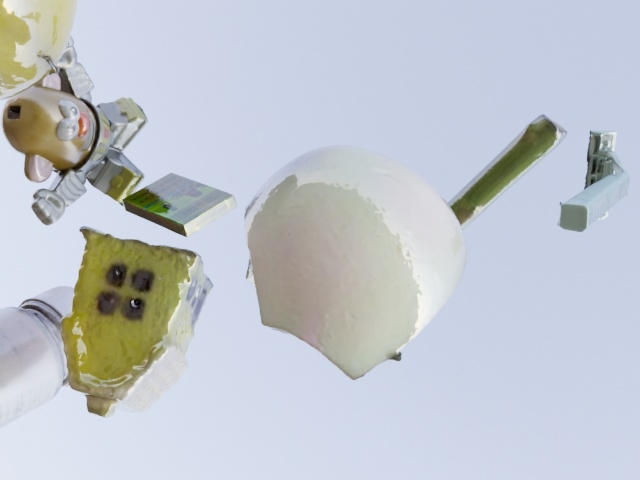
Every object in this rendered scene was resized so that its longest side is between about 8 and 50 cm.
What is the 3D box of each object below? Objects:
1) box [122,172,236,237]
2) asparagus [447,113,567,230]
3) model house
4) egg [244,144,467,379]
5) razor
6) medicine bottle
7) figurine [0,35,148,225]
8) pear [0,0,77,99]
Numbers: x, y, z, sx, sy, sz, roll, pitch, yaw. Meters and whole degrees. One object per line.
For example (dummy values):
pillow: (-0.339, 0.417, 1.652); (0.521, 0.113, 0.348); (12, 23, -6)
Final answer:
box: (-0.261, -0.069, 1.664); (0.193, 0.121, 0.030); (22, -45, 41)
asparagus: (0.292, -0.102, 1.513); (0.278, 0.067, 0.060); (-44, -93, 18)
model house: (-0.262, 0.121, 1.204); (0.175, 0.234, 0.193); (18, -17, 2)
egg: (0.014, -0.013, 0.862); (0.206, 0.271, 0.161); (-35, -65, -1)
razor: (0.308, -0.051, 0.997); (0.056, 0.278, 0.111); (7, -74, 21)
medicine bottle: (-0.469, 0.184, 1.359); (0.165, 0.273, 0.165); (14, -64, 30)
figurine: (-0.461, -0.195, 1.660); (0.167, 0.285, 0.342); (-27, -115, 23)
pear: (-0.405, -0.288, 0.942); (0.309, 0.309, 0.309); (18, -52, 24)
